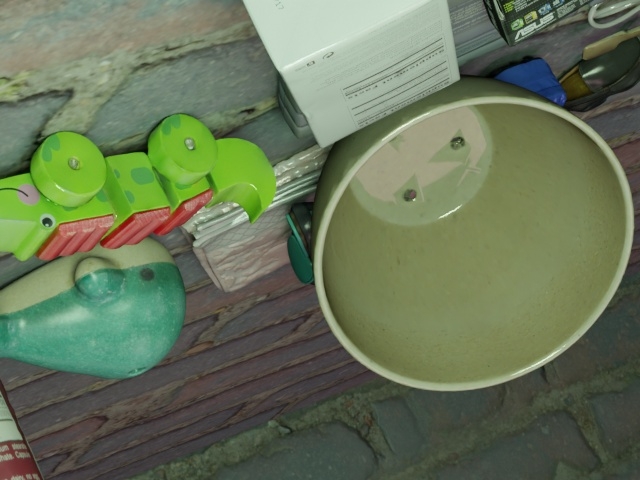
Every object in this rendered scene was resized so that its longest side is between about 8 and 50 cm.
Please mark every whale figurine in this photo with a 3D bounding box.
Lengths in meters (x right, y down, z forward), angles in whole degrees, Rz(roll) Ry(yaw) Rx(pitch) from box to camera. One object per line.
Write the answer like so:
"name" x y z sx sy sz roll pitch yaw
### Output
"whale figurine" -0.269 0.095 1.807 0.272 0.141 0.216 -17 164 -36

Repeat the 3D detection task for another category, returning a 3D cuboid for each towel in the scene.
"towel" 0.002 -0.048 1.990 0.332 0.053 0.317 -26 167 0

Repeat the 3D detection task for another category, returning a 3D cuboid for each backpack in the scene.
"backpack" 0.230 -0.151 1.926 0.098 0.101 0.120 -25 165 -39

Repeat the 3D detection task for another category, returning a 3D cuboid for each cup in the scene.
"cup" 0.132 -0.042 1.744 0.331 0.331 0.237 -27 -150 2

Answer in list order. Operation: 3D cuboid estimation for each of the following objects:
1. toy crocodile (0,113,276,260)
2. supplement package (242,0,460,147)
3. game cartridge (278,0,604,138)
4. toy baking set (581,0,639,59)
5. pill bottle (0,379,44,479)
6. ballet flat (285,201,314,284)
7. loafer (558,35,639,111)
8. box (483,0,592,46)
"toy crocodile" -0.190 -0.037 1.524 0.340 0.105 0.115 -14 162 -43
"supplement package" 0.016 -0.183 1.284 0.134 0.139 0.244 -26 169 2
"game cartridge" 0.127 -0.221 1.542 0.355 0.068 0.230 -25 163 -8
"toy baking set" 0.400 -0.296 1.859 0.196 0.030 0.256 -10 154 -34
"pill bottle" -0.381 0.234 1.564 0.224 0.392 0.224 -25 166 -6
"ballet flat" 0.000 0.000 1.911 0.074 0.074 0.203 -25 164 -7
"loafer" 0.343 -0.203 2.035 0.061 0.062 0.170 -12 160 -34
"box" 0.212 -0.270 1.389 0.190 0.045 0.184 -31 143 2
